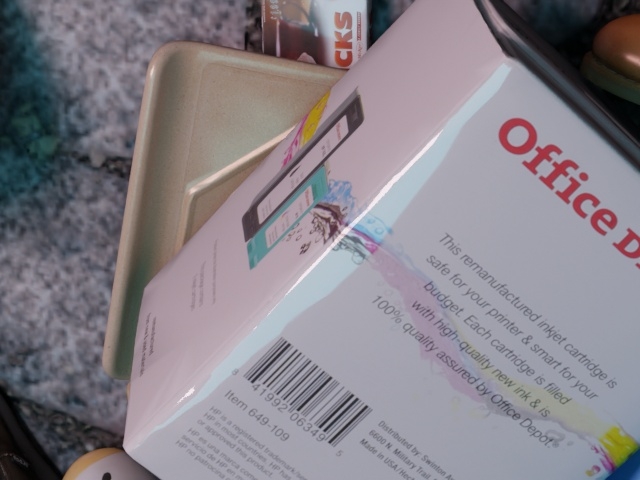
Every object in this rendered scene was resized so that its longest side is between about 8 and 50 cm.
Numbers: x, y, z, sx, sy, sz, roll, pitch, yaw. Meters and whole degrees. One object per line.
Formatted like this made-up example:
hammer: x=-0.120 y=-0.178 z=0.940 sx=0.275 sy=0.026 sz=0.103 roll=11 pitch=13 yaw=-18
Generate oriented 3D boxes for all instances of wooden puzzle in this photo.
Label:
wooden puzzle: x=0.000 y=0.000 z=0.956 sx=0.238 sy=0.044 sz=0.221 roll=9 pitch=113 yaw=-8

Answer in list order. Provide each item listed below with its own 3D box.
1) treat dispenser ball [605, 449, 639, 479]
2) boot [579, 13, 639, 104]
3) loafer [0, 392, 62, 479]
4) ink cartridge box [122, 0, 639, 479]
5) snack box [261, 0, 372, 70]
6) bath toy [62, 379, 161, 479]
treat dispenser ball: x=0.286 y=0.157 z=0.841 sx=0.288 sy=0.288 sz=0.288 roll=5 pitch=114 yaw=12
boot: x=0.278 y=-0.167 z=0.802 sx=0.283 sy=0.109 sz=0.220 roll=3 pitch=115 yaw=11
loafer: x=-0.243 y=0.157 z=1.089 sx=0.080 sy=0.078 sz=0.220 roll=-39 pitch=99 yaw=25
ink cartridge box: x=0.061 y=0.030 z=0.841 sx=0.198 sy=0.197 sz=0.270 roll=40 pitch=105 yaw=-18
snack box: x=-0.001 y=-0.064 z=0.965 sx=0.064 sy=0.022 sz=0.178 roll=3 pitch=114 yaw=9
bath toy: x=-0.124 y=0.251 z=1.062 sx=0.151 sy=0.129 sz=0.348 roll=17 pitch=118 yaw=-8
